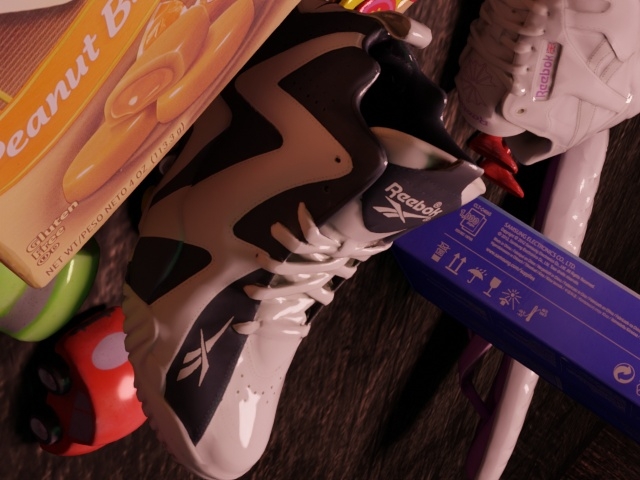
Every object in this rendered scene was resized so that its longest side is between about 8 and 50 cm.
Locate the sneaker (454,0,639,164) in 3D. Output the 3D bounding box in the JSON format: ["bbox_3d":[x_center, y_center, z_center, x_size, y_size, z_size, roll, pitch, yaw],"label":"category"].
[{"bbox_3d":[0.159,-0.142,0.828,0.152,0.114,0.305,-34,148,4],"label":"sneaker"}]

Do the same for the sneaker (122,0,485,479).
[{"bbox_3d":[0.000,0.000,0.546,0.094,0.153,0.235,18,79,-51],"label":"sneaker"}]

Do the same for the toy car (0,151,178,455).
[{"bbox_3d":[-0.112,0.024,0.605,0.239,0.053,0.225,-58,158,8],"label":"toy car"}]

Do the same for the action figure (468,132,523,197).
[{"bbox_3d":[0.264,-0.147,1.015,0.280,0.139,0.091,-54,159,-7],"label":"action figure"}]

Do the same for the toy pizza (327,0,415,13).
[{"bbox_3d":[0.040,-0.176,0.648,0.201,0.032,0.201,-43,155,-25],"label":"toy pizza"}]

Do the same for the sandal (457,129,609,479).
[{"bbox_3d":[0.197,0.060,1.238,0.169,0.102,0.416,-36,143,-70],"label":"sandal"}]

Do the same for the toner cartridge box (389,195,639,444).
[{"bbox_3d":[0.219,0.083,0.966,0.075,0.348,0.165,-53,159,-6],"label":"toner cartridge box"}]

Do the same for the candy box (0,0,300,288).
[{"bbox_3d":[-0.084,-0.112,0.341,0.183,0.087,0.316,-50,170,-12],"label":"candy box"}]
